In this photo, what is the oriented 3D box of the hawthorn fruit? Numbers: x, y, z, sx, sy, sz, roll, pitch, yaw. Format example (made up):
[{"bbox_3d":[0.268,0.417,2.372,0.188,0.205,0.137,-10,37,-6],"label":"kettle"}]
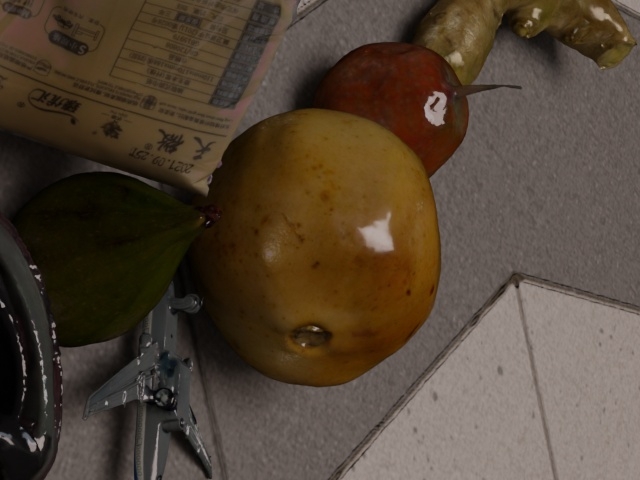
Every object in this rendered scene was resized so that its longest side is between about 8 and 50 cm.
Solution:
[{"bbox_3d":[0.071,-0.127,1.571,0.149,0.189,0.149,19,47,-22],"label":"hawthorn fruit"}]

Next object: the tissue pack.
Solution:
[{"bbox_3d":[-0.158,-0.162,1.212,0.257,0.215,0.123,19,29,-19],"label":"tissue pack"}]

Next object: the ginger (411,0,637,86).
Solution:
[{"bbox_3d":[0.189,-0.329,1.810,0.348,0.122,0.363,-4,80,-52],"label":"ginger"}]

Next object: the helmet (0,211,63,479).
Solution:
[{"bbox_3d":[-0.331,0.096,1.026,0.338,0.197,0.271,-39,120,-38],"label":"helmet"}]

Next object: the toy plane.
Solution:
[{"bbox_3d":[-0.131,0.127,1.348,0.226,0.058,0.226,42,56,-62],"label":"toy plane"}]

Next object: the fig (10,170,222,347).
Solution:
[{"bbox_3d":[-0.149,0.020,1.272,0.133,0.185,0.126,-50,141,-48],"label":"fig"}]

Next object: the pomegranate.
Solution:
[{"bbox_3d":[-0.002,0.005,1.420,0.233,0.233,0.233,13,73,-48],"label":"pomegranate"}]
